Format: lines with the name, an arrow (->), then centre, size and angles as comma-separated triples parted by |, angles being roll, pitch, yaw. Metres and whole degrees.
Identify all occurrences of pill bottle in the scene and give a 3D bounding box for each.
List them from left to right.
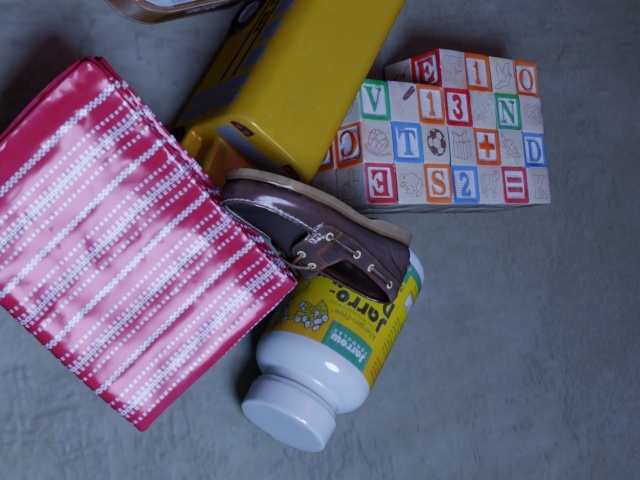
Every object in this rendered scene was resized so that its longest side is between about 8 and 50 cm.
pill bottle -> 0.010, 0.092, 0.953 | 0.117, 0.117, 0.208 | 46, 58, -26

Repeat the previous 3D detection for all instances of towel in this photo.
towel -> -0.168, 0.009, 0.818 | 0.199, 0.031, 0.275 | -43, 113, -4

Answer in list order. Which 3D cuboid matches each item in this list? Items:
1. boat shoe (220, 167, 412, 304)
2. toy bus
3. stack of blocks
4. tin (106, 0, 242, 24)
boat shoe -> 0.000, 0.000, 0.851 | 0.207, 0.073, 0.073 | 22, 77, -34
toy bus -> -0.037, -0.148, 0.940 | 0.108, 0.130, 0.332 | 42, 59, -28
stack of blocks -> 0.123, -0.119, 1.100 | 0.297, 0.087, 0.171 | -3, 85, -40
tin -> -0.130, -0.270, 0.942 | 0.190, 0.040, 0.106 | -25, 96, -40
